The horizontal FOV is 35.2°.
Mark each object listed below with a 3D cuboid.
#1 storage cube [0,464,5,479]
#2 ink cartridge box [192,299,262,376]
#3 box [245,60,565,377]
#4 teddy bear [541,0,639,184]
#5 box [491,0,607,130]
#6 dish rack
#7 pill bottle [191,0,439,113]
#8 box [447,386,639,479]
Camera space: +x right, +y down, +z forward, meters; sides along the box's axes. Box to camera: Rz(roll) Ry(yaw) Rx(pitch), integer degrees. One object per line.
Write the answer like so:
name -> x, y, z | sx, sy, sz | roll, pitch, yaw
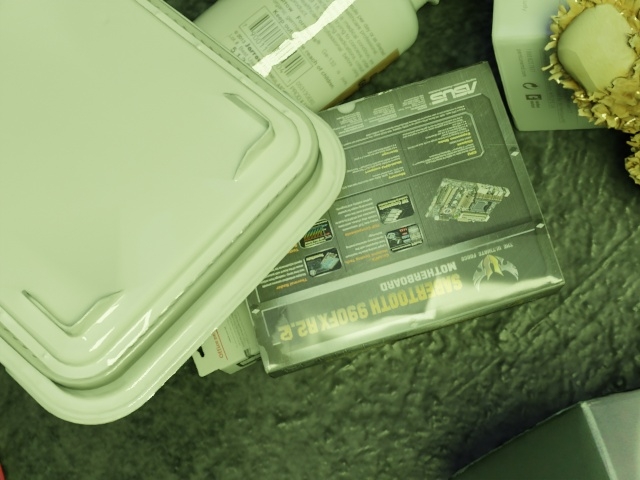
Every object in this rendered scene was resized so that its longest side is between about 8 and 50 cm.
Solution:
storage cube -> -0.399, 0.182, 0.810 | 0.193, 0.215, 0.183 | -29, 69, 13
ink cartridge box -> -0.066, 0.078, 0.838 | 0.083, 0.028, 0.048 | -26, 68, 7
box -> 0.046, -0.015, 0.770 | 0.231, 0.056, 0.183 | -18, 78, 1
teddy bear -> 0.303, -0.081, 0.641 | 0.338, 0.245, 0.113 | 23, 48, -4
box -> 0.311, -0.214, 0.743 | 0.346, 0.168, 0.214 | 0, 74, 17
dish rack -> -0.181, -0.068, 0.724 | 0.333, 0.072, 0.285 | 39, 77, 18
pill bottle -> 0.008, -0.190, 0.843 | 0.229, 0.131, 0.131 | -39, 67, 2
box -> 0.272, 0.219, 0.550 | 0.294, 0.182, 0.296 | -10, 68, -21
